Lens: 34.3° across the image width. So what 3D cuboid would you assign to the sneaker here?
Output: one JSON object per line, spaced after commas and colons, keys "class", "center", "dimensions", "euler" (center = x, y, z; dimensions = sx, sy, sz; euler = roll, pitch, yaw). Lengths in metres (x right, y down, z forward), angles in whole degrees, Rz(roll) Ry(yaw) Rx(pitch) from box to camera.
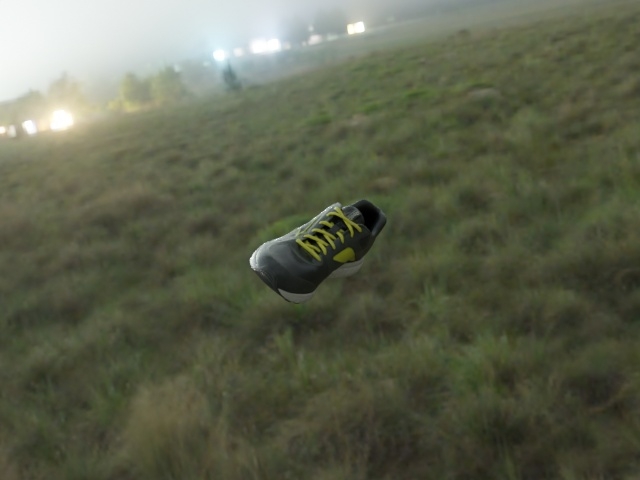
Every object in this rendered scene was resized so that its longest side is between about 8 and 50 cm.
{"class": "sneaker", "center": [0.000, 0.000, 0.442], "dimensions": [0.035, 0.031, 0.083], "euler": [-54, -14, 26]}
